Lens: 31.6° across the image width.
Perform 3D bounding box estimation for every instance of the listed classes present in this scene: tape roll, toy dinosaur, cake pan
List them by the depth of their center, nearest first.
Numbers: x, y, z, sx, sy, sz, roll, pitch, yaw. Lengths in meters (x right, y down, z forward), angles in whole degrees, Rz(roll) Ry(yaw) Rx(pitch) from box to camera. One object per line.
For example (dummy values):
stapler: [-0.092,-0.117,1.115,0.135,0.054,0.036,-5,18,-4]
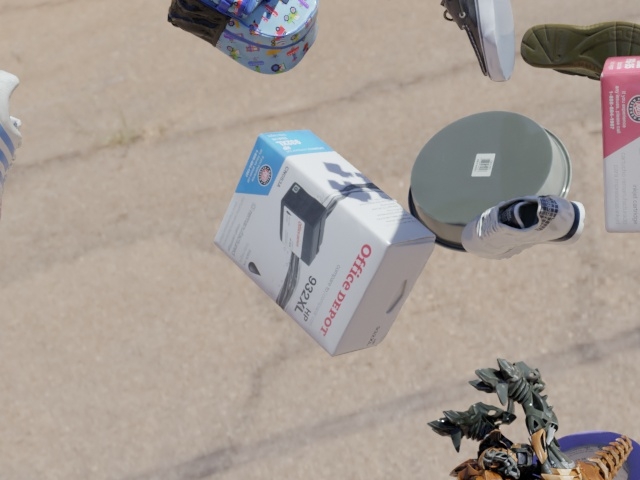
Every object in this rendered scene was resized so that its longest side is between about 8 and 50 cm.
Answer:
toy dinosaur: [0.239,0.276,1.346,0.322,0.164,0.218,12,44,-48]
tape roll: [0.387,0.365,1.622,0.188,0.080,0.189,-17,28,9]
cake pan: [0.284,-0.113,1.955,0.293,0.054,0.293,-13,50,17]

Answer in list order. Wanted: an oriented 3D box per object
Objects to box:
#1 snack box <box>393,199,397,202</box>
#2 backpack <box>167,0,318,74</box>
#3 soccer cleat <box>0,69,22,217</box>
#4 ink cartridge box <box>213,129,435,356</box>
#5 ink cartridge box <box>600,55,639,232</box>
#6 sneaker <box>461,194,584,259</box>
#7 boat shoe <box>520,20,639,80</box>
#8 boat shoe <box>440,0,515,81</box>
snack box: [0.094,-0.080,2.435,0.141,0.100,0.037,16,82,6]
backpack: [-0.080,-0.299,1.405,0.173,0.117,0.158,33,59,-1]
soccer cleat: [-0.528,-0.118,1.796,0.116,0.331,0.143,28,39,17]
ink cartridge box: [0.000,0.000,1.799,0.307,0.223,0.129,42,30,29]
ink cartridge box: [0.488,-0.121,1.362,0.282,0.207,0.117,0,16,19]
sneaker: [0.289,-0.028,1.729,0.094,0.090,0.235,11,-18,-34]
boat shoe: [0.385,-0.255,1.531,0.223,0.080,0.073,11,9,32]
boat shoe: [0.181,-0.303,1.388,0.076,0.229,0.080,-5,22,30]
